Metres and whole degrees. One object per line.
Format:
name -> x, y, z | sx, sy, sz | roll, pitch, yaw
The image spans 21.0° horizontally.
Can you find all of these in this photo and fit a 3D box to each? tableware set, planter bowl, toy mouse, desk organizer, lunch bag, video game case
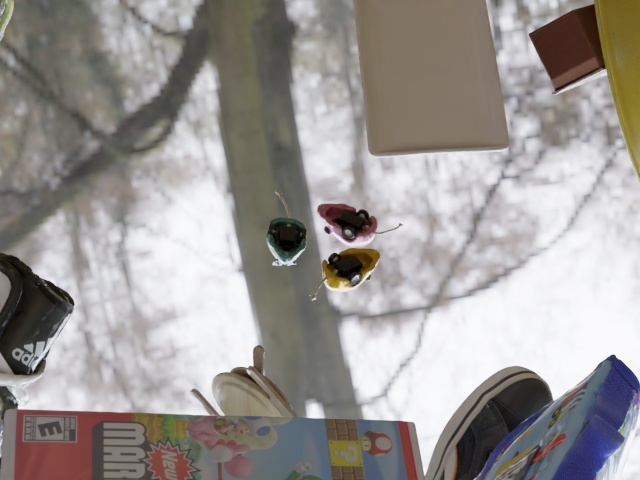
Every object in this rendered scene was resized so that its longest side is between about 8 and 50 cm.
tableware set -> -0.021, 0.184, 1.580 | 0.039, 0.194, 0.128 | -47, -168, -32
planter bowl -> 0.279, -0.134, 1.322 | 0.090, 0.217, 0.217 | -12, -157, 19
toy mouse -> 0.000, 0.000, 1.681 | 0.161, 0.031, 0.143 | -26, -130, -36
desk organizer -> 0.215, -0.154, 1.332 | 0.047, 0.050, 0.130 | -26, 178, 36
lunch bag -> 0.151, 0.234, 1.293 | 0.138, 0.293, 0.221 | 34, -139, 7
video game case -> -0.066, 0.194, 1.124 | 0.285, 0.025, 0.204 | 3, -139, -10

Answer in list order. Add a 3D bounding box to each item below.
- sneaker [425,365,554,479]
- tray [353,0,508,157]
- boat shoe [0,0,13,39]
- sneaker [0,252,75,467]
sneaker -> 0.155, 0.279, 1.684 | 0.127, 0.126, 0.321 | 24, -101, 51
tray -> 0.113, -0.183, 1.835 | 0.145, 0.030, 0.270 | -3, -130, -2
boat shoe -> -0.248, -0.152, 1.074 | 0.091, 0.109, 0.305 | 34, 175, 8
sneaker -> -0.283, 0.158, 1.317 | 0.257, 0.169, 0.447 | -37, -118, 9
